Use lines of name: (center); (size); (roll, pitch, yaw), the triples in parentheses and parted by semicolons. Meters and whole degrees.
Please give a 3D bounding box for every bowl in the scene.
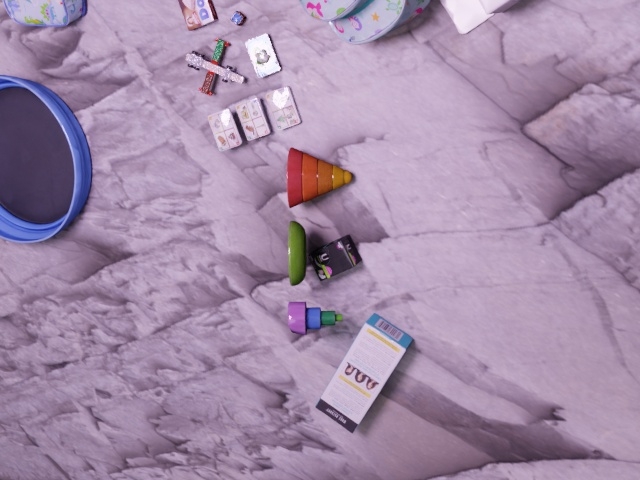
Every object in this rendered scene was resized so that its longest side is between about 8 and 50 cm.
bowl: (-0.700, -0.188, 1.766); (0.391, 0.077, 0.391); (7, 109, 22)

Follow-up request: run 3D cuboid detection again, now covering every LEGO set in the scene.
LEGO set: (-0.159, -0.323, 1.521); (0.183, 0.060, 0.244); (-18, 100, 15)

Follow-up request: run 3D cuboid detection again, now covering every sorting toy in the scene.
sorting toy: (0.000, 0.000, 1.478); (0.126, 0.127, 0.365); (-1, 86, 2)

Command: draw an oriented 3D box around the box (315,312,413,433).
box: (0.089, 0.278, 1.584); (0.100, 0.060, 0.244); (33, 116, 11)

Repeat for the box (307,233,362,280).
box: (0.029, 0.035, 1.537); (0.083, 0.052, 0.062); (-24, 95, 27)

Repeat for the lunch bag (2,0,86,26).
lunch bag: (-0.591, -0.557, 1.569); (0.176, 0.090, 0.219); (7, 127, 20)

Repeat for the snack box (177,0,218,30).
snack box: (-0.261, -0.511, 1.503); (0.064, 0.022, 0.178); (-15, 100, 25)

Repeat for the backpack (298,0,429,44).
backpack: (0.062, -0.465, 1.285); (0.225, 0.191, 0.253); (-20, 107, 49)

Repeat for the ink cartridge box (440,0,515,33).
ink cartridge box: (0.310, -0.502, 1.205); (0.353, 0.119, 0.207); (-31, 93, 29)
